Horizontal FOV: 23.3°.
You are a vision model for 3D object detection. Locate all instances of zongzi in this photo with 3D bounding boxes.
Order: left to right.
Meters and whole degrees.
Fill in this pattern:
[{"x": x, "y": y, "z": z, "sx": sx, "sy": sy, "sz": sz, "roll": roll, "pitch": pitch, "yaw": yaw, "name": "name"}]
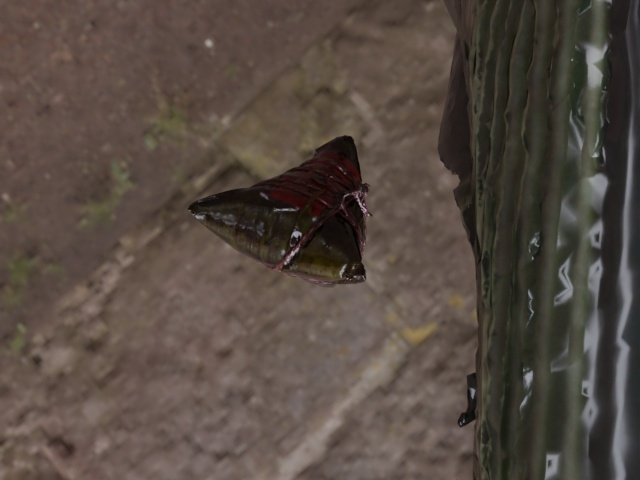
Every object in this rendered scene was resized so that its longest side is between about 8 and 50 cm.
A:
[{"x": 0.000, "y": 0.000, "z": 0.623, "sx": 0.083, "sy": 0.073, "sz": 0.067, "roll": -9, "pitch": 119, "yaw": -49, "name": "zongzi"}]

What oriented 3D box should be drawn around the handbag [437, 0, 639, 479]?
[{"x": 0.143, "y": 0.013, "z": 0.466, "sx": 0.247, "sy": 0.341, "sz": 0.240, "roll": 0, "pitch": 180, "yaw": -10, "name": "handbag"}]
